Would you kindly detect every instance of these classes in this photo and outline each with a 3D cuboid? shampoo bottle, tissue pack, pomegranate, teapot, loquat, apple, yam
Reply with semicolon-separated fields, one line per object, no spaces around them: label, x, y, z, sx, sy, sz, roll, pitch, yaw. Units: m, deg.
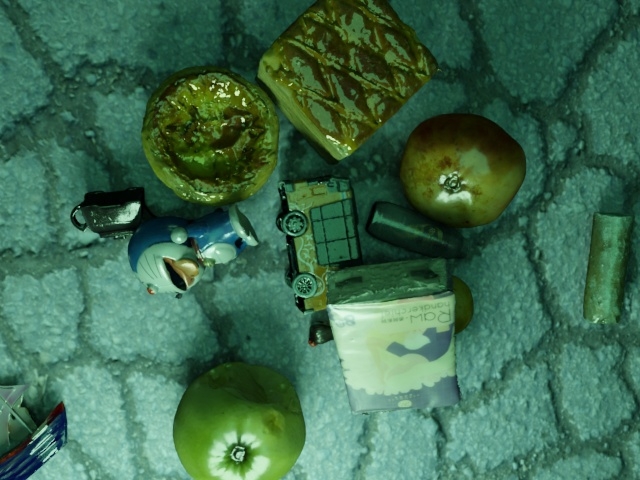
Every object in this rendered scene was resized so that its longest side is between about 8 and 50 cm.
shampoo bottle;0.219;-0.016;1.432;0.233;0.049;0.087;19;91;-9
tissue pack;0.151;0.198;1.292;0.242;0.125;0.344;-7;129;7
pomegranate;0.302;-0.153;1.357;0.252;0.270;0.229;18;118;22
teapot;-0.419;-0.047;1.326;0.177;0.087;0.096;-6;116;-8
loquat;0.268;0.140;1.404;0.141;0.141;0.141;0;92;-8
apple;-0.165;0.378;1.296;0.279;0.279;0.279;0;92;-8
yam;0.658;0.061;1.480;0.093;0.093;0.259;6;91;-9

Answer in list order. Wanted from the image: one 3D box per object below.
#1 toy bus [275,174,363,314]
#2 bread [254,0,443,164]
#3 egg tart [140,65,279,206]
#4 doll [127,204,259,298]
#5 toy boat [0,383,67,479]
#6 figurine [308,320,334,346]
toy bus;0.000;0.000;1.358;0.167;0.138;0.275;-11;95;-10
bread;0.046;-0.343;1.318;0.279;0.207;0.279;-41;98;-5
egg tart;-0.221;-0.210;1.323;0.290;0.115;0.290;1;86;-12
doll;-0.253;0.019;1.299;0.257;0.215;0.161;-20;63;6
toy boat;-0.675;0.373;1.306;0.318;0.072;0.219;26;85;-5
figurine;0.025;0.201;1.415;0.106;0.047;0.060;-7;129;-15
